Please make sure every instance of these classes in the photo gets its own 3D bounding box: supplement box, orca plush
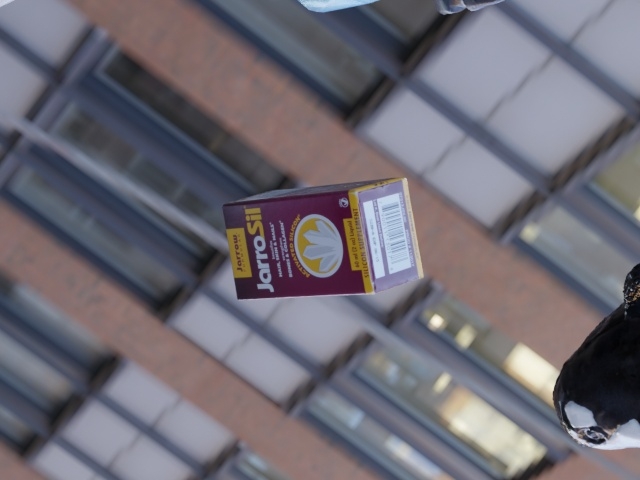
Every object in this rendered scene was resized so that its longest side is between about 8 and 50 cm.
[{"bbox_3d":[0.000,0.000,1.907,0.188,0.104,0.081,-5,-173,43],"label":"supplement box"},{"bbox_3d":[0.240,0.056,1.224,0.287,0.102,0.151,-17,-133,53],"label":"orca plush"}]

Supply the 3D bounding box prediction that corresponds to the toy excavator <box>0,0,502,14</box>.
[{"bbox_3d":[-0.034,-0.235,1.195,0.433,0.222,0.445,-37,-162,-31],"label":"toy excavator"}]
